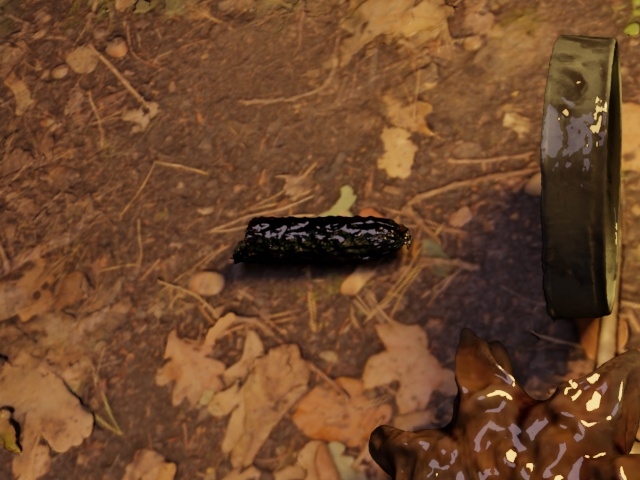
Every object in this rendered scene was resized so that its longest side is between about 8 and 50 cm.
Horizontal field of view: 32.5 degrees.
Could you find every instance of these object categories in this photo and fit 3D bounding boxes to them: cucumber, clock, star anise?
[{"bbox_3d":[0.000,0.000,1.032,0.181,0.053,0.053,-1,59,21],"label":"cucumber"},{"bbox_3d":[0.209,-0.049,0.861,0.049,0.226,0.226,1,59,19],"label":"clock"},{"bbox_3d":[0.145,0.211,0.792,0.315,0.108,0.315,-12,52,16],"label":"star anise"}]
